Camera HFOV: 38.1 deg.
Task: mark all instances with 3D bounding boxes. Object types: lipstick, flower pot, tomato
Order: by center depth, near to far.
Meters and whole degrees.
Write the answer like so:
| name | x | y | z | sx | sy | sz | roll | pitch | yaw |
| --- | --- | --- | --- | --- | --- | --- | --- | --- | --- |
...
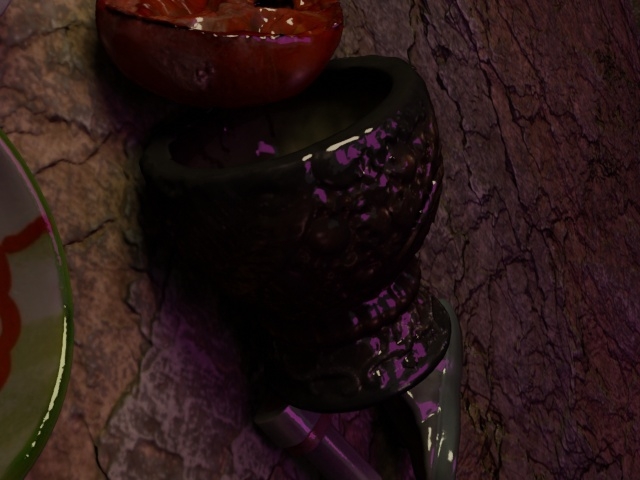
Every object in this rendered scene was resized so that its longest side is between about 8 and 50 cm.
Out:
| name | x | y | z | sx | sy | sz | roll | pitch | yaw |
| --- | --- | --- | --- | --- | --- | --- | --- | --- | --- |
| tomato | -0.089 | -0.182 | 0.846 | 0.228 | 0.228 | 0.101 | -40 | 141 | -50 |
| flower pot | 0.000 | 0.000 | 0.859 | 0.266 | 0.266 | 0.267 | -49 | 128 | -47 |
| lipstick | 0.014 | 0.223 | 0.943 | 0.186 | 0.057 | 0.063 | 50 | 46 | -18 |

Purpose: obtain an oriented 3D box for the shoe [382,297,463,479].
| name | x | y | z | sx | sy | sz | roll | pitch | yaw |
| --- | --- | --- | --- | --- | --- | --- | --- | --- | --- |
| shoe | 0.113 | 0.179 | 1.086 | 0.100 | 0.103 | 0.251 | 7 | 53 | -7 |

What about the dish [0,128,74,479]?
| name | x | y | z | sx | sy | sz | roll | pitch | yaw |
| --- | --- | --- | --- | --- | --- | --- | --- | --- | --- |
| dish | -0.309 | 0.034 | 0.546 | 0.324 | 0.124 | 0.324 | 37 | 44 | -46 |

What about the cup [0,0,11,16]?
| name | x | y | z | sx | sy | sz | roll | pitch | yaw |
| --- | --- | --- | --- | --- | --- | --- | --- | --- | --- |
| cup | -0.277 | -0.243 | 0.637 | 0.173 | 0.167 | 0.300 | 50 | 19 | -43 |
